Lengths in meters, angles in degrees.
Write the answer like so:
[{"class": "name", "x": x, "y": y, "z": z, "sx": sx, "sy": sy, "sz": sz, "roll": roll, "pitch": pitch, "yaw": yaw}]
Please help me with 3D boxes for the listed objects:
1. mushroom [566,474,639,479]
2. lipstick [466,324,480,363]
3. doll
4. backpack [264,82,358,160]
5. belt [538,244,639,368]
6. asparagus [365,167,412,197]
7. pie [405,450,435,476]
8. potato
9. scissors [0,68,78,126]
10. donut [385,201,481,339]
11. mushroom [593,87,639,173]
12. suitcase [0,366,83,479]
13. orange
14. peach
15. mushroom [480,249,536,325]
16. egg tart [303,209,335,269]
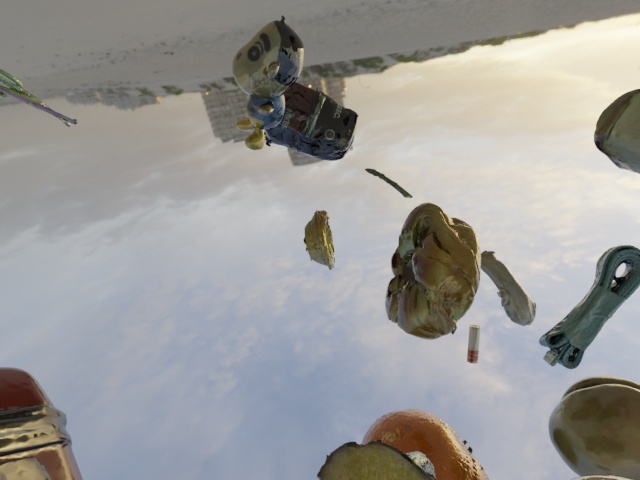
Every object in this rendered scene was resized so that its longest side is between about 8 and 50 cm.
[{"class": "mushroom", "x": 0.357, "y": 0.449, "z": 0.553, "sx": 0.315, "sy": 0.314, "sz": 0.336, "roll": -12, "pitch": 174, "yaw": 1}, {"class": "lipstick", "x": 0.544, "y": 0.367, "z": 1.453, "sx": 0.039, "sy": 0.130, "sz": 0.038, "roll": 2, "pitch": -172, "yaw": 0}, {"class": "doll", "x": -0.079, "y": -0.207, "z": 0.546, "sx": 0.089, "sy": 0.179, "sz": 0.102, "roll": 0, "pitch": -134, "yaw": -34}, {"class": "backpack", "x": -0.015, "y": -0.217, "z": 0.747, "sx": 0.165, "sy": 0.119, "sz": 0.106, "roll": 15, "pitch": 174, "yaw": -1}, {"class": "belt", "x": 0.576, "y": 0.142, "z": 0.876, "sx": 0.087, "sy": 0.302, "sz": 0.072, "roll": 35, "pitch": -175, "yaw": 9}, {"class": "asparagus", "x": 0.287, "y": -0.237, "z": 1.688, "sx": 0.034, "sy": 0.236, "sz": 0.027, "roll": -47, "pitch": -167, "yaw": 50}, {"class": "pie", "x": 0.148, "y": 0.531, "z": 0.720, "sx": 0.071, "sy": 0.322, "sz": 0.323, "roll": 3, "pitch": -148, "yaw": 26}, {"class": "potato", "x": 0.062, "y": 0.318, "z": 0.420, "sx": 0.164, "sy": 0.080, "sz": 0.200, "roll": 1, "pitch": -149, "yaw": -17}, {"class": "scissors", "x": -0.637, "y": -0.309, "z": 0.901, "sx": 0.134, "sy": 0.187, "sz": 0.019, "roll": 2, "pitch": -110, "yaw": 39}, {"class": "donut", "x": 0.288, "y": 0.081, "z": 1.103, "sx": 0.170, "sy": 0.360, "sz": 0.360, "roll": 15, "pitch": -152, "yaw": -7}, {"class": "mushroom", "x": 0.344, "y": -0.076, "z": 0.259, "sx": 0.108, "sy": 0.087, "sz": 0.333, "roll": 1, "pitch": -172, "yaw": -17}, {"class": "suitcase", "x": -0.293, "y": 0.180, "z": 0.184, "sx": 0.236, "sy": 0.297, "sz": 0.161, "roll": -44, "pitch": -112, "yaw": 1}, {"class": "orange", "x": 0.321, "y": 0.714, "z": 1.241, "sx": 0.326, "sy": 0.424, "sz": 0.424, "roll": -44, "pitch": -151, "yaw": 6}, {"class": "peach", "x": 0.721, "y": 0.461, "z": 0.989, "sx": 0.293, "sy": 0.247, "sz": 0.292, "roll": -3, "pitch": 176, "yaw": 0}, {"class": "mushroom", "x": 0.624, "y": 0.155, "z": 1.374, "sx": 0.099, "sy": 0.277, "sz": 0.096, "roll": -31, "pitch": 166, "yaw": 11}, {"class": "egg tart", "x": -0.001, "y": -0.001, "z": 1.392, "sx": 0.090, "sy": 0.212, "sz": 0.212, "roll": -10, "pitch": -152, "yaw": 12}]
